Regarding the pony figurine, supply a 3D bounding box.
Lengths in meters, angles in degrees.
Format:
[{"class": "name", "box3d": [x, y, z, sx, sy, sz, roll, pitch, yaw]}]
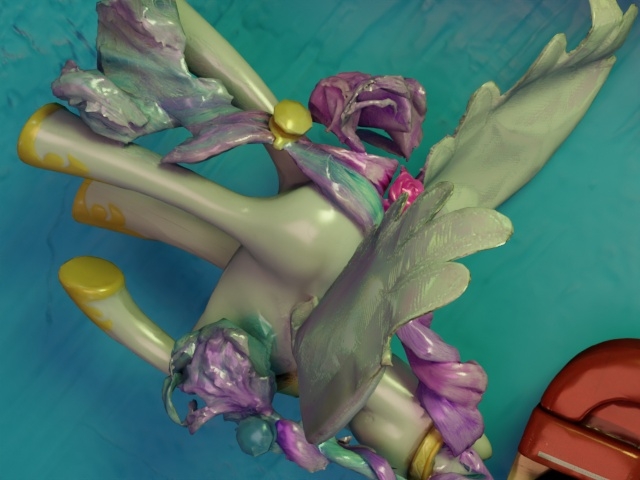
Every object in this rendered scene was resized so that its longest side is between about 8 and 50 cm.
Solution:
[{"class": "pony figurine", "box3d": [0.000, 0.000, 0.786, 0.363, 0.303, 0.351, 35, 138, 11]}]

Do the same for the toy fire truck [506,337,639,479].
[{"class": "toy fire truck", "box3d": [0.241, 0.104, 0.772, 0.217, 0.158, 0.246, 22, 97, 15]}]
